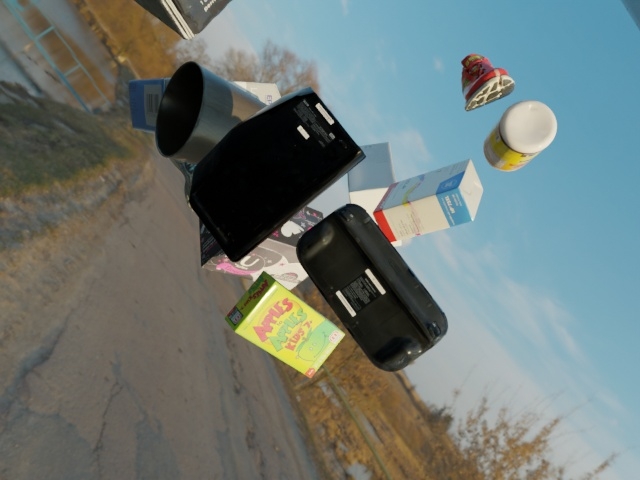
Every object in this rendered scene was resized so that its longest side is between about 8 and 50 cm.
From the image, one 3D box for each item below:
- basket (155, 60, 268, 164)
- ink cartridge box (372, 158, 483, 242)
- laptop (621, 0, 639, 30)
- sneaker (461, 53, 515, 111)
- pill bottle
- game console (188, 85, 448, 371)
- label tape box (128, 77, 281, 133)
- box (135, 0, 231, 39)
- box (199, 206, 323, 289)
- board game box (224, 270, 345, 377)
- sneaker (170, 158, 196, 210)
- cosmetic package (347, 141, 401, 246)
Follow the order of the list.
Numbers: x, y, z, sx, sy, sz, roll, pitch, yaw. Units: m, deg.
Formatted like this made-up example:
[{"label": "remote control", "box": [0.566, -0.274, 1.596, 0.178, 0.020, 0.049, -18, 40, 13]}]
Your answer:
[{"label": "basket", "box": [-0.142, -0.182, 0.853, 0.226, 0.154, 0.204, 18, 21, -37]}, {"label": "ink cartridge box", "box": [0.198, -0.073, 1.004, 0.078, 0.231, 0.134, 61, 36, -19]}, {"label": "laptop", "box": [0.811, -0.533, 0.884, 0.236, 0.382, 0.408, 29, -48, -2]}, {"label": "sneaker", "box": [0.351, -0.360, 1.107, 0.279, 0.107, 0.118, -50, 118, -75]}, {"label": "pill bottle", "box": [0.446, -0.230, 1.137, 0.117, 0.117, 0.215, 53, 0, 8]}, {"label": "game console", "box": [0.000, 0.000, 0.605, 0.361, 0.213, 0.044, 54, 10, 9]}, {"label": "label tape box", "box": [-0.210, -0.293, 1.087, 0.249, 0.347, 0.115, 22, -62, 53]}, {"label": "box", "box": [-0.290, -0.570, 0.522, 0.480, 0.297, 0.472, 40, -4, 18]}, {"label": "box", "box": [-0.123, -0.002, 1.103, 0.247, 0.163, 0.142, 20, 45, -38]}, {"label": "board game box", "box": [-0.050, 0.134, 0.769, 0.181, 0.092, 0.043, 43, -5, -38]}, {"label": "sneaker", "box": [-0.338, -0.204, 1.382, 0.122, 0.110, 0.283, 15, -50, 50]}, {"label": "cosmetic package", "box": [0.157, -0.130, 1.466, 0.225, 0.138, 0.224, -91, 172, -47]}]
